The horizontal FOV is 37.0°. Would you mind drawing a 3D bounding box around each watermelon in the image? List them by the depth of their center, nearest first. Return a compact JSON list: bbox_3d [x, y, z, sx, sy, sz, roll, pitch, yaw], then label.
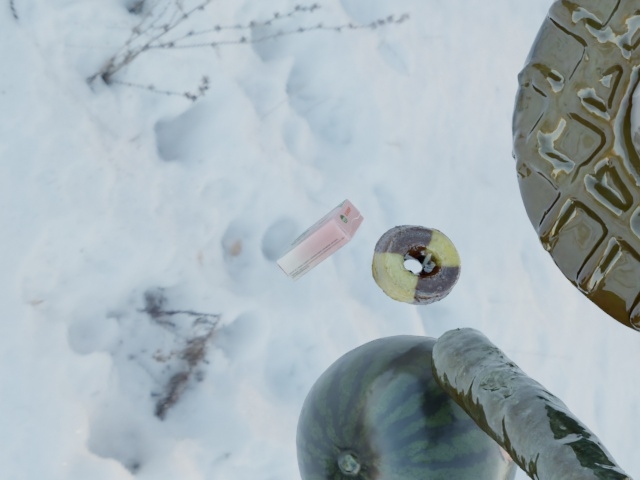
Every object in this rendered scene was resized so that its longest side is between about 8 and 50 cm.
[{"bbox_3d":[0.080,0.190,0.899,0.212,0.212,0.212,15,68,-39],"label":"watermelon"}]

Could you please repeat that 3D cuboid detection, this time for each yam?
[{"bbox_3d":[0.144,0.127,0.678,0.061,0.274,0.061,-2,102,-11],"label":"yam"}]

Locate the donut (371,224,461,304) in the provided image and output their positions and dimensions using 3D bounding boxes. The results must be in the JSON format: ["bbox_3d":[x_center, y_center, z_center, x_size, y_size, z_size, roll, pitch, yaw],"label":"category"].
[{"bbox_3d":[0.197,0.046,1.897,0.184,0.073,0.166,21,81,-7],"label":"donut"}]

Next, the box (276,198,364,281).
[{"bbox_3d":[0.000,0.000,1.449,0.043,0.125,0.089,49,26,-8],"label":"box"}]

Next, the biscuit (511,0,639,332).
[{"bbox_3d":[0.280,-0.078,0.665,0.103,0.332,0.331,-3,79,-45],"label":"biscuit"}]
